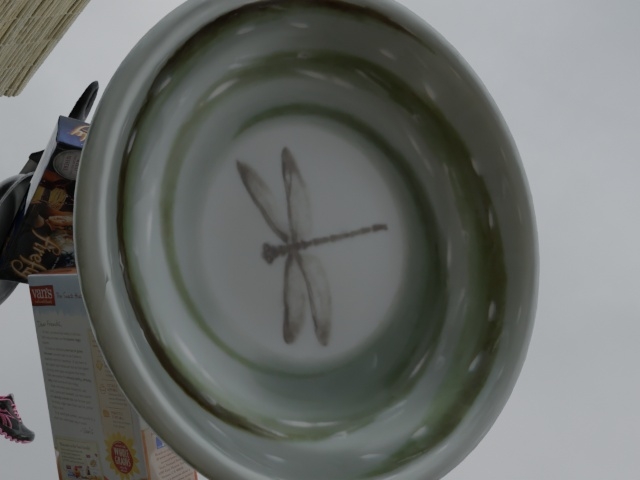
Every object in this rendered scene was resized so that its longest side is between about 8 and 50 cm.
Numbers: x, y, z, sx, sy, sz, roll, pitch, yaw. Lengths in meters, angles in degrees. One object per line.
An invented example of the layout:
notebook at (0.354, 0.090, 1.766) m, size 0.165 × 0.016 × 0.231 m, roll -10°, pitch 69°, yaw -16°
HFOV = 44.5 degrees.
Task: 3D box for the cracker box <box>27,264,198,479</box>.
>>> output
cracker box at (-0.212, 0.140, 0.795) m, size 0.156 × 0.067 × 0.232 m, roll -2°, pitch -83°, yaw 39°

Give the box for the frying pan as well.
frying pan at (-0.385, -0.061, 0.999) m, size 0.053 × 0.197 × 0.326 m, roll 21°, pitch -81°, yaw 0°

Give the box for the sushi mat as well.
sushi mat at (-0.371, -0.231, 0.922) m, size 0.316 × 0.151 × 0.019 m, roll -26°, pitch -89°, yaw 46°

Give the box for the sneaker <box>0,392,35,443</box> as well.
sneaker at (-0.488, 0.268, 1.214) m, size 0.119 × 0.047 × 0.057 m, roll 40°, pitch -102°, yaw -14°

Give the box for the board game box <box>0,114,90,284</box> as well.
board game box at (-0.251, -0.024, 0.886) m, size 0.165 × 0.042 × 0.243 m, roll 14°, pitch -43°, yaw -29°

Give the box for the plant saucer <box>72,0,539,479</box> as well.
plant saucer at (0.000, 0.000, 0.613) m, size 0.100 × 0.400 × 0.400 m, roll -13°, pitch -75°, yaw 57°
